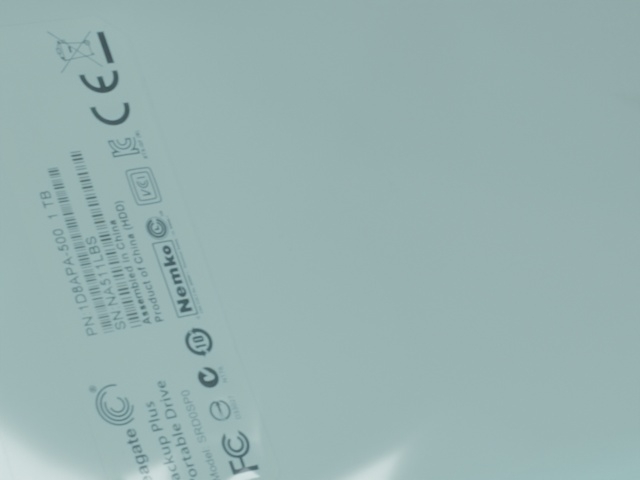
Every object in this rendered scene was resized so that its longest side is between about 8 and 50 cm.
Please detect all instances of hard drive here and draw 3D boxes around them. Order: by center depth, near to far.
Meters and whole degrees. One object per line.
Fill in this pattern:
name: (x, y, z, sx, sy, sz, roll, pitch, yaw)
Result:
hard drive: (0.000, 0.000, 0.631, 0.319, 0.040, 0.210, -10, 70, -31)
